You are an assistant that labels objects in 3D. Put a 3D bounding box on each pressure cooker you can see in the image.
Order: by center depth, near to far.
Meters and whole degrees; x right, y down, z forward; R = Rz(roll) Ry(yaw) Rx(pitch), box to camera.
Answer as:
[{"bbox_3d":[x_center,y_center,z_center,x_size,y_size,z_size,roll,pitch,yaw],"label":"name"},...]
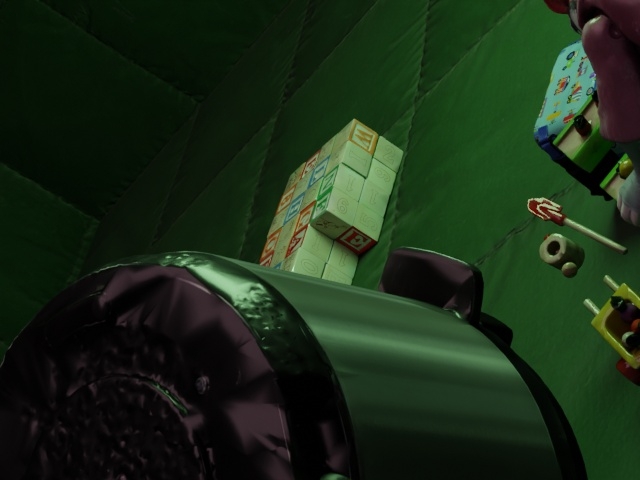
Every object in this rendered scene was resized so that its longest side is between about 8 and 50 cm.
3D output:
[{"bbox_3d":[-0.007,0.215,1.048,0.370,0.420,0.375,-40,57,28],"label":"pressure cooker"}]

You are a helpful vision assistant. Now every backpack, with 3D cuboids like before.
[{"bbox_3d":[0.299,-0.132,1.278,0.173,0.117,0.158,-20,42,58],"label":"backpack"}]

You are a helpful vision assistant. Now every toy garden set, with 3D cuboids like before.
[{"bbox_3d":[0.256,-0.023,1.138,0.204,0.049,0.244,-53,45,14],"label":"toy garden set"}]

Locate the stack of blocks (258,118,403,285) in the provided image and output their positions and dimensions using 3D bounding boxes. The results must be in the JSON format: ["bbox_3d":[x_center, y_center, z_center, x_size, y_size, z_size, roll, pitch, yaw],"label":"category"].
[{"bbox_3d":[0.000,0.000,1.892,0.171,0.087,0.297,-38,26,47],"label":"stack of blocks"}]

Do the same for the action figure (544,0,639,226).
[{"bbox_3d":[0.271,-0.142,0.958,0.370,0.275,0.248,27,87,46],"label":"action figure"}]
